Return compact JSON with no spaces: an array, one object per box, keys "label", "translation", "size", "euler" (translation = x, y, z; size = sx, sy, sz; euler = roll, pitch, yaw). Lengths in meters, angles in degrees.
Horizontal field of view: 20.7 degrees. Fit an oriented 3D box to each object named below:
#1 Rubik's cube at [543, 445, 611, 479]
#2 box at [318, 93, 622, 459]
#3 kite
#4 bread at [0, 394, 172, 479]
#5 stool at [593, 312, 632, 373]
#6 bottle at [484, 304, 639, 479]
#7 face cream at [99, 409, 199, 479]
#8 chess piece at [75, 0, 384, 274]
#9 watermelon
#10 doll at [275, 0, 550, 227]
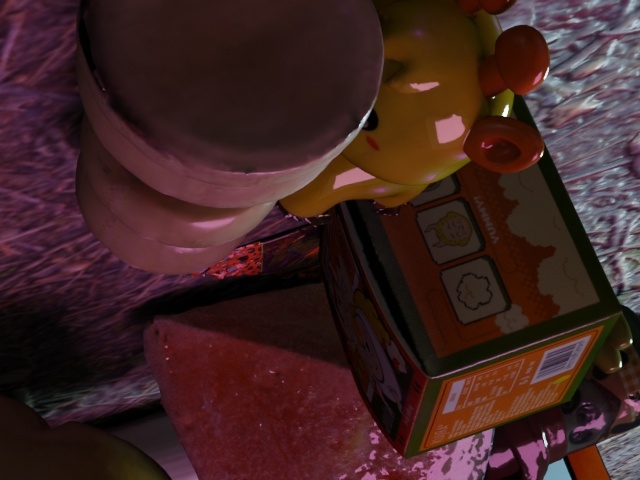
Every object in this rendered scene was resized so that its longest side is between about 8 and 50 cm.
[{"label":"Rubik's cube","translation":[0.198,0.258,1.957],"size":[0.183,0.180,0.167],"euler":[-35,157,32]},{"label":"box","translation":[0.090,0.027,1.198],"size":[0.148,0.177,0.195],"euler":[-19,161,-9]},{"label":"kite","translation":[0.000,0.001,1.310],"size":[0.125,0.008,0.222],"euler":[-36,157,32]},{"label":"bread","translation":[-0.270,0.256,1.278],"size":[0.348,0.253,0.376],"euler":[6,156,4]},{"label":"stool","translation":[0.205,0.069,1.544],"size":[0.134,0.110,0.135],"euler":[-1,155,-46]},{"label":"bottle","translation":[0.216,0.177,1.784],"size":[0.271,0.156,0.143],"euler":[-23,156,-7]},{"label":"face cream","translation":[-0.247,0.233,1.553],"size":[0.345,0.102,0.102],"euler":[-15,161,-15]},{"label":"chess piece","translation":[-0.067,-0.059,0.905],"size":[0.142,0.143,0.261],"euler":[-14,168,-17]},{"label":"watermelon","translation":[0.009,0.160,1.376],"size":[0.292,0.250,0.283],"euler":[-6,156,-40]},{"label":"doll","translation":[0.052,-0.080,0.947],"size":[0.135,0.143,0.221],"euler":[-6,164,-31]}]
